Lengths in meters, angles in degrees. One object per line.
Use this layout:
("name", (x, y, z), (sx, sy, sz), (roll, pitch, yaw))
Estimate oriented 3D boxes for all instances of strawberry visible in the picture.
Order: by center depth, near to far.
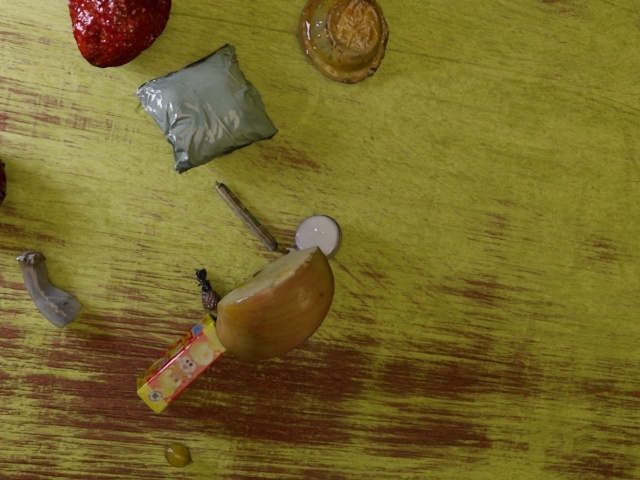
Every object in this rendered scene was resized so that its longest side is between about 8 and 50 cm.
("strawberry", (-0.519, -0.565, 1.769), (0.258, 0.257, 0.276), (21, 102, -16))

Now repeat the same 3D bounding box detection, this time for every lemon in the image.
("lemon", (-0.397, 0.604, 1.973), (0.092, 0.065, 0.065), (38, 84, -20))

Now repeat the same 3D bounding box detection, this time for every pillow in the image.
("pillow", (-0.309, -0.354, 1.889), (0.310, 0.138, 0.283), (-25, 92, -14))

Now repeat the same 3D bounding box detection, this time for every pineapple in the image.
("pineapple", (-0.315, 0.133, 1.966), (0.058, 0.058, 0.124), (-16, 93, -13))

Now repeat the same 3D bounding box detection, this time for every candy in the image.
("candy", (-0.372, 0.330, 1.919), (0.276, 0.146, 0.088), (-42, 103, -7))

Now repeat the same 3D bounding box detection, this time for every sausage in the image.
("sausage", (-0.208, -0.065, 1.988), (0.033, 0.033, 0.269), (-43, 103, -8))

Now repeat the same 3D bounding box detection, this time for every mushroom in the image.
("mushroom", (-0.720, 0.126, 1.843), (0.092, 0.081, 0.223), (-31, 100, 8))

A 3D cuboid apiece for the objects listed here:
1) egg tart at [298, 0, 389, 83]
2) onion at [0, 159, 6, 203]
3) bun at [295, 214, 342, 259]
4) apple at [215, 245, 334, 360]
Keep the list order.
("egg tart", (0.076, -0.588, 1.987), (0.289, 0.118, 0.287), (-3, 98, -17))
("onion", (-0.900, -0.149, 1.717), (0.247, 0.190, 0.246), (1, 79, -5))
("bun", (0.000, 0.000, 2.020), (0.138, 0.094, 0.138), (-4, 69, 12))
("apple", (-0.122, 0.171, 1.898), (0.252, 0.309, 0.313), (26, 131, 18))
